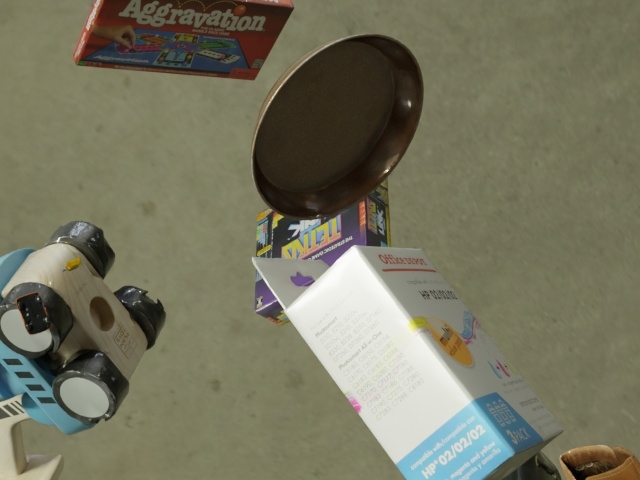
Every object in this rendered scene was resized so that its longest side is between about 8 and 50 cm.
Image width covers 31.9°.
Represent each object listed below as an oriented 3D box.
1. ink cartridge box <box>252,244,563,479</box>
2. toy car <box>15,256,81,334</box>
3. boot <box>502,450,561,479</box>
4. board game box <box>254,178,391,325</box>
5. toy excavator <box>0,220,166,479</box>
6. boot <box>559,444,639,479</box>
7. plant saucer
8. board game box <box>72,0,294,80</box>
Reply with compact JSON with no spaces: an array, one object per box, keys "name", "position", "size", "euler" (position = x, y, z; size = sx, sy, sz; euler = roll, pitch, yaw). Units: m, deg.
[{"name":"ink cartridge box","position":[0.051,0.062,0.656],"size":[0.061,0.104,0.181],"euler":[-44,71,18]},{"name":"toy car","position":[-0.374,0.082,1.575],"size":[0.122,0.040,0.060],"euler":[-39,91,-25]},{"name":"boot","position":[0.193,0.281,1.075],"size":[0.085,0.236,0.178],"euler":[-10,45,12]},{"name":"board game box","position":[0.000,0.000,1.268],"size":[0.170,0.048,0.141],"euler":[-30,44,32]},{"name":"toy excavator","position":[-0.466,0.229,1.835],"size":[0.445,0.433,0.222],"euler":[-19,28,28]},{"name":"boot","position":[0.339,0.351,1.331],"size":[0.109,0.283,0.220],"euler":[-38,94,-22]},{"name":"plant saucer","position":[0.009,-0.094,0.903],"size":[0.168,0.168,0.029],"euler":[-47,52,1]},{"name":"board game box","position":[-0.185,-0.289,1.544],"size":[0.145,0.281,0.027],"euler":[-56,47,39]}]
